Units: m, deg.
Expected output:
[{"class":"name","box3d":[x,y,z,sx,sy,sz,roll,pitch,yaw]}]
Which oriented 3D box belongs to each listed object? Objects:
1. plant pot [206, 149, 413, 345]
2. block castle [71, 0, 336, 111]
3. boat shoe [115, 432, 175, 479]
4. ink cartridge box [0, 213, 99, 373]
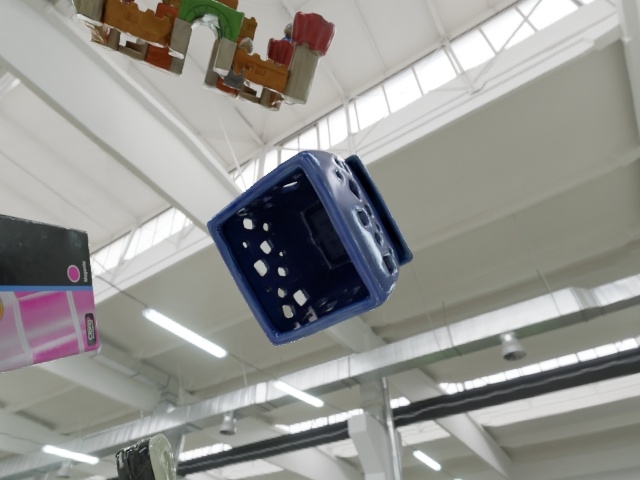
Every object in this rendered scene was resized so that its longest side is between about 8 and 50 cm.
[{"class":"plant pot","box3d":[0.000,0.000,0.679,0.236,0.212,0.236,-28,-90,35]},{"class":"block castle","box3d":[-0.224,-0.439,0.834,0.453,0.303,0.213,14,-83,-22]},{"class":"boat shoe","box3d":[-0.251,0.420,0.616,0.079,0.233,0.084,-16,-21,-10]},{"class":"ink cartridge box","box3d":[-0.372,0.055,0.422,0.069,0.176,0.371,-10,-7,6]}]
